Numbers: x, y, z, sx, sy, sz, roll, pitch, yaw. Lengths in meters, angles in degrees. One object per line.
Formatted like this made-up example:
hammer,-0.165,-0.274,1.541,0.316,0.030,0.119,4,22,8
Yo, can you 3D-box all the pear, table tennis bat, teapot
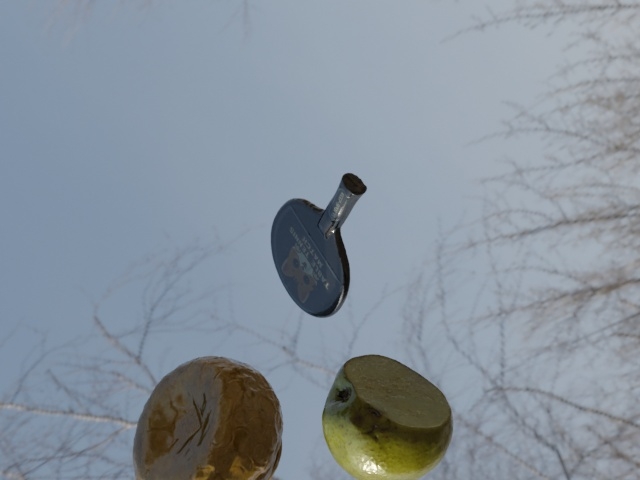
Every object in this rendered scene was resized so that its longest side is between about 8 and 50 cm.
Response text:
pear,0.062,0.194,1.091,0.141,0.104,0.141,24,-159,-10
table tennis bat,0.000,0.000,1.270,0.027,0.236,0.150,-19,-114,-33
teapot,-0.120,0.266,1.335,0.167,0.203,0.311,35,-163,-39
